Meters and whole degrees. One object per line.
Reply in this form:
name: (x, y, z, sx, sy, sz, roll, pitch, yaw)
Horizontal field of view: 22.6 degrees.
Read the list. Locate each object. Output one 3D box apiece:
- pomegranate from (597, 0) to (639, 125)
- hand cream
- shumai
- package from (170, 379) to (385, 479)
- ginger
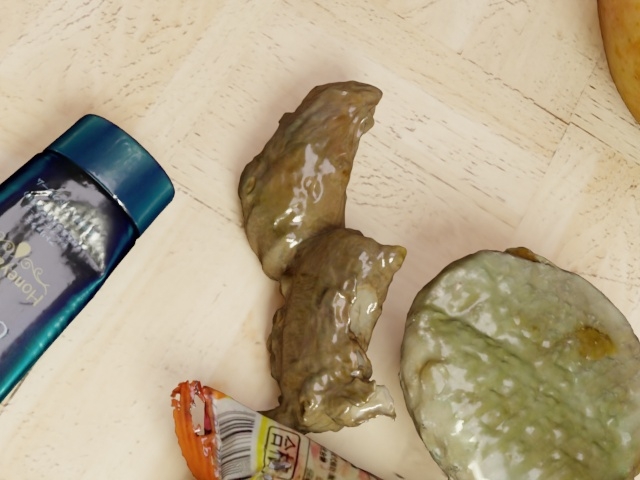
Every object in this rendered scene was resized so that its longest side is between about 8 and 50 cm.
pomegranate: (0.385, -0.185, 1.256, 0.338, 0.338, 0.338, 9, 61, -16)
hand cream: (-0.213, 0.030, 1.058, 0.120, 0.061, 0.270, 43, 65, -1)
shumai: (0.132, 0.109, 1.101, 0.201, 0.120, 0.201, 10, 62, -20)
package: (0.006, 0.234, 0.996, 0.288, 0.108, 0.223, 25, 59, -10)
ginger: (0.000, 0.002, 1.123, 0.084, 0.122, 0.290, 31, 47, -42)
